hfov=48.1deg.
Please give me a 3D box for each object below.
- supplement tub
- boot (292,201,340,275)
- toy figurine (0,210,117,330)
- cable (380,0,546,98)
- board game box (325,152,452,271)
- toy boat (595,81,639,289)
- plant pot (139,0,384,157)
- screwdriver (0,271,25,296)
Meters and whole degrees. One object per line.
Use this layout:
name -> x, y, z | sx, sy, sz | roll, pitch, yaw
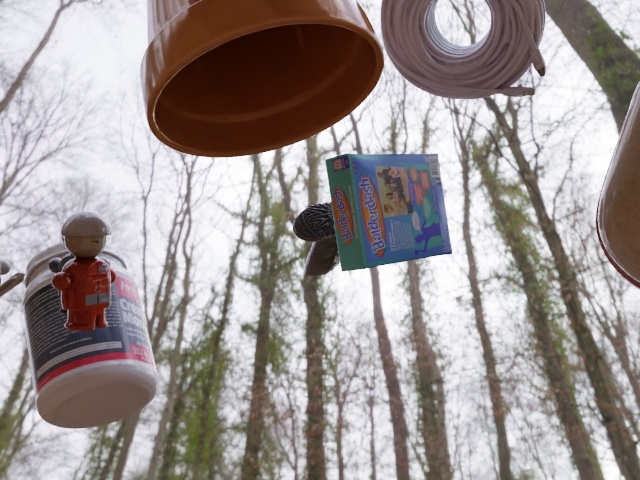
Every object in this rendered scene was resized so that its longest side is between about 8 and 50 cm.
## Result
supplement tub -> -0.387, 0.154, 1.193 | 0.191, 0.272, 0.191 | -16, -31, -10
boot -> 0.000, 0.002, 1.411 | 0.190, 0.076, 0.208 | -21, -20, -33
toy figurine -> -0.368, 0.030, 0.902 | 0.213, 0.209, 0.148 | 0, -87, -19
cable -> 0.224, -0.349, 1.134 | 0.257, 0.089, 0.257 | 1, -57, 27
board game box -> 0.104, -0.046, 1.043 | 0.047, 0.160, 0.210 | -9, -2, 45
toy boat -> 0.358, -0.051, 0.676 | 0.151, 0.231, 0.151 | 17, -9, 34
plant pot -> -0.090, -0.258, 0.880 | 0.291, 0.203, 0.291 | -16, -18, -5
screwdriver -> -0.173, 0.043, 0.341 | 0.170, 0.024, 0.025 | -19, -77, 41
